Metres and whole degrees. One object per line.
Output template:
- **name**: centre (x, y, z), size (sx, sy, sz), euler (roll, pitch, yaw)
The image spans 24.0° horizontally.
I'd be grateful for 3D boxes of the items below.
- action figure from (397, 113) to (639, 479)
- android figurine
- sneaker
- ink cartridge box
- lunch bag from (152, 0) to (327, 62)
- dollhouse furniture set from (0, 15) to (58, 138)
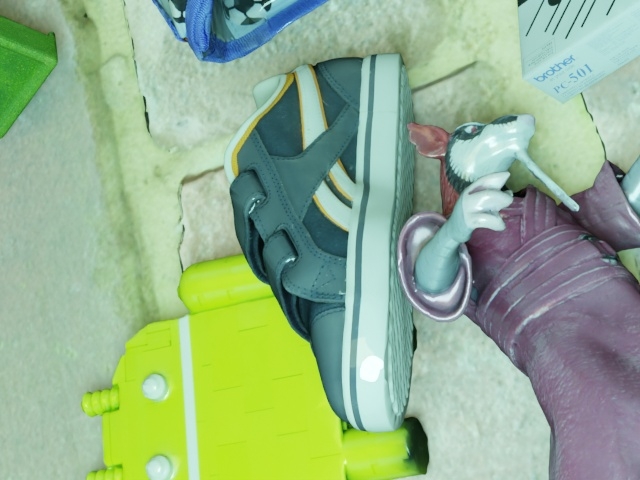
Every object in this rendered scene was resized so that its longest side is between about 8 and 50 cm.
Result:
- **action figure**: centre (0.172, 0.052, 0.990), size (0.370, 0.248, 0.276), euler (54, 145, 39)
- **android figurine**: centre (-0.057, 0.131, 1.114), size (0.273, 0.056, 0.248), euler (-11, 72, 21)
- **sneaker**: centre (0.000, 0.000, 1.033), size (0.127, 0.126, 0.321), euler (-5, 44, 8)
- **ink cartridge box**: centre (0.222, -0.186, 1.012), size (0.207, 0.046, 0.097), euler (-33, 44, 39)
- **lunch bag**: centre (-0.050, -0.374, 1.153), size (0.385, 0.239, 0.328), euler (-46, 61, 26)
- **dollhouse furniture set**: centre (-0.385, -0.139, 1.341), size (0.301, 0.151, 0.197), euler (-47, 39, 27)
